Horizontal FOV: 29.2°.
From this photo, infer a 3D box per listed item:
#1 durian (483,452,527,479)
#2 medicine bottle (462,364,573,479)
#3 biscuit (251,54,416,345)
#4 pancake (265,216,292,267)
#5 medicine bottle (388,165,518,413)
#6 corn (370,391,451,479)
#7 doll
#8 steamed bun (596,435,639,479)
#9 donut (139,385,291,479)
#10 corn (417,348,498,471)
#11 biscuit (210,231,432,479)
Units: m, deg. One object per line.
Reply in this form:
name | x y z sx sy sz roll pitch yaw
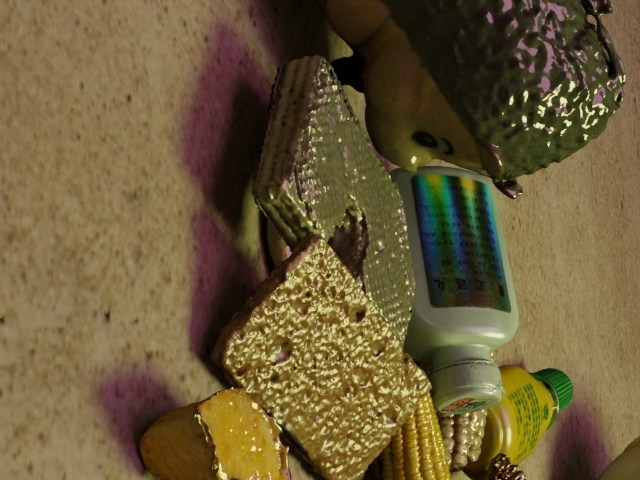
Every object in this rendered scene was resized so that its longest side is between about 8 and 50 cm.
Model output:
durian | 0.175 0.287 1.179 0.148 0.091 0.188 -61 159 -9
medicine bottle | 0.224 0.190 1.385 0.309 0.076 0.111 -5 97 -63
biscuit | 0.021 -0.020 1.019 0.250 0.046 0.147 57 35 -43
pancake | 0.000 0.000 1.057 0.158 0.028 0.158 25 62 -59
medicine bottle | 0.122 0.046 1.158 0.121 0.083 0.228 5 62 -26
corn | 0.081 0.207 1.106 0.072 0.072 0.203 -27 107 -62
doll | 0.105 -0.206 1.075 0.349 0.247 0.247 55 25 10
steamed bun | 0.495 0.426 1.588 0.334 0.334 0.373 -52 130 -55
donut | -0.068 0.194 0.822 0.146 0.078 0.181 36 45 -56
corn | 0.133 0.145 1.210 0.087 0.087 0.210 43 47 -51
biscuit | 0.005 0.102 0.976 0.131 0.025 0.231 -49 134 -15
